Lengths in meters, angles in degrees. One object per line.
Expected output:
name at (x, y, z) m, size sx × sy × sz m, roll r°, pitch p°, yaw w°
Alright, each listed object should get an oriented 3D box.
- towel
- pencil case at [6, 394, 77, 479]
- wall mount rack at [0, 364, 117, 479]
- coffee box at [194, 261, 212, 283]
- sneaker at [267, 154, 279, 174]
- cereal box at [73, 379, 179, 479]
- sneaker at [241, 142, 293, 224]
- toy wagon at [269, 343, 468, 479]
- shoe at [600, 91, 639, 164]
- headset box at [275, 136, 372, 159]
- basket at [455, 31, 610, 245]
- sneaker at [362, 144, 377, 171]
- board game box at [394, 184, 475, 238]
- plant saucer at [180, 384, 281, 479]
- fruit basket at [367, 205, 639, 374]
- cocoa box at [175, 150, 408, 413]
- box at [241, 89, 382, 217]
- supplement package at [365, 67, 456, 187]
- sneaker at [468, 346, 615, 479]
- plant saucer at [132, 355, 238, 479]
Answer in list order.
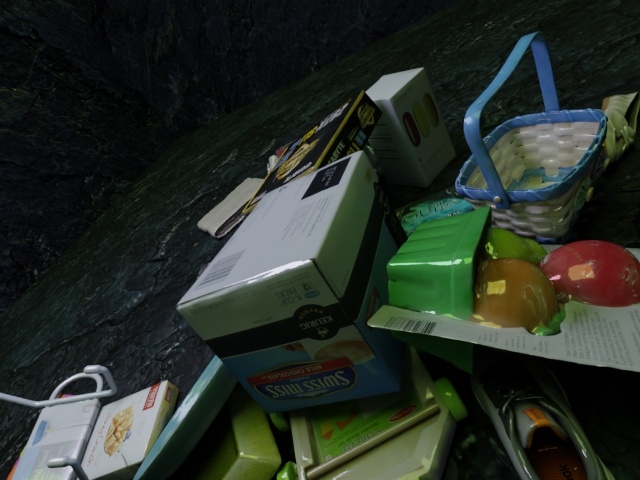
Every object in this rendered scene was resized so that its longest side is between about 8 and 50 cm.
towel at (-0.304, -0.122, 1.476) m, size 0.282 × 0.049 × 0.187 m, roll -45°, pitch 31°, yaw -18°
pencil case at (-0.574, 0.448, 0.872) m, size 0.104 × 0.104 × 0.236 m, roll -24°, pitch 32°, yaw 16°
wall mount rack at (-0.577, 0.369, 0.788) m, size 0.304 × 0.130 × 0.350 m, roll -8°, pitch 34°, yaw -5°
coffee box at (-0.262, 0.084, 1.150) m, size 0.184 × 0.040 × 0.113 m, roll -24°, pitch 32°, yaw 16°
sneaker at (-0.150, -0.214, 1.389) m, size 0.099 × 0.121 × 0.262 m, roll -12°, pitch 37°, yaw 32°
cereal box at (-0.411, 0.401, 0.833) m, size 0.240 × 0.047 × 0.173 m, roll -26°, pitch 32°, yaw 13°
sneaker at (-0.114, -0.109, 1.214) m, size 0.330 × 0.146 × 0.122 m, roll -55°, pitch 1°, yaw 8°
toy wagon at (0.065, 0.264, 0.568) m, size 0.267 × 0.068 × 0.344 m, roll -31°, pitch 31°, yaw 5°
shoe at (0.563, -0.219, 0.780) m, size 0.058 × 0.076 × 0.219 m, roll -6°, pitch 38°, yaw 45°
headset box at (0.020, -0.294, 1.312) m, size 0.293 × 0.110 × 0.218 m, roll -6°, pitch 25°, yaw 37°
basket at (0.343, -0.154, 0.681) m, size 0.255 × 0.289 × 0.201 m, roll -51°, pitch 30°, yaw -22°
sneaker at (0.114, -0.227, 1.098) m, size 0.094 × 0.212 × 0.080 m, roll -33°, pitch 67°, yaw -6°
board game box at (0.241, -0.053, 0.892) m, size 0.186 × 0.026 × 0.126 m, roll -23°, pitch 33°, yaw 17°
plant saucer at (-0.153, 0.333, 0.626) m, size 0.188 × 0.045 × 0.188 m, roll -54°, pitch 27°, yaw 2°
fruit basket at (0.275, 0.069, 0.524) m, size 0.353 × 0.165 × 0.327 m, roll 9°, pitch 22°, yaw 23°
cocoa box at (-0.003, 0.052, 0.665) m, size 0.231 × 0.228 × 0.347 m, roll -20°, pitch 24°, yaw 26°
box at (-0.026, -0.175, 0.957) m, size 0.322 × 0.079 × 0.257 m, roll -20°, pitch 33°, yaw 53°
supplement package at (0.208, -0.270, 1.016) m, size 0.139 × 0.244 × 0.134 m, roll -46°, pitch 33°, yaw -20°
sneaker at (0.239, 0.193, 0.468) m, size 0.100 × 0.108 × 0.271 m, roll -28°, pitch 27°, yaw 10°
plant saucer at (-0.198, 0.268, 0.706) m, size 0.318 × 0.043 × 0.317 m, roll -54°, pitch 5°, yaw 7°
